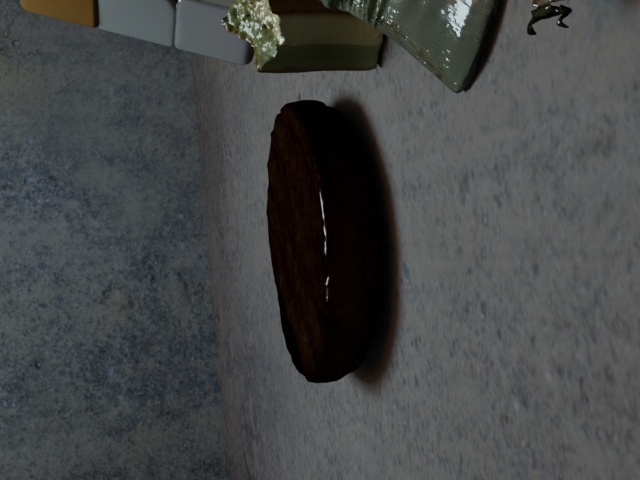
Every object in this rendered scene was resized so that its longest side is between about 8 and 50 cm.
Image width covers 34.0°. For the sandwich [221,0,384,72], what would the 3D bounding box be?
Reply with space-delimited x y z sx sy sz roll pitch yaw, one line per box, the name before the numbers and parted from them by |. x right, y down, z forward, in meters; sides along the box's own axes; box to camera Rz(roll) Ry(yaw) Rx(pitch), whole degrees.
sandwich | -0.031 -0.316 1.310 0.108 0.186 0.220 106 156 -48

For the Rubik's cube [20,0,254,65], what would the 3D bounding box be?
Rubik's cube | -0.206 -0.505 1.438 0.347 0.345 0.346 107 176 -58

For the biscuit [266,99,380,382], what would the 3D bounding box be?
biscuit | 0.000 0.000 1.494 0.407 0.091 0.407 174 90 -78

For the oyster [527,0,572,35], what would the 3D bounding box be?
oyster | 0.167 -0.222 0.681 0.133 0.198 0.337 -61 3 1

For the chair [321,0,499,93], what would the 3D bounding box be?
chair | 0.065 -0.315 1.063 0.186 0.319 0.160 -50 -15 -36
